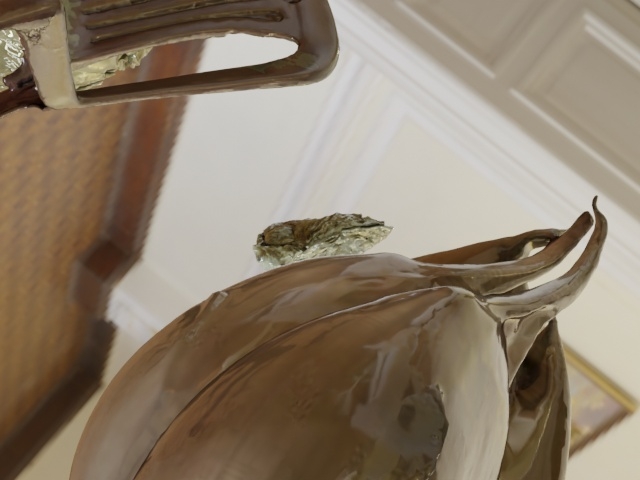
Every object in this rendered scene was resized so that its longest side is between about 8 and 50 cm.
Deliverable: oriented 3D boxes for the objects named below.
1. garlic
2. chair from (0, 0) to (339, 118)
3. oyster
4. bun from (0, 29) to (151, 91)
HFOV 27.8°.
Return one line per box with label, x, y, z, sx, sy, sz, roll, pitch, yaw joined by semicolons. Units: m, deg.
garlic;0.018;0.112;0.512;0.210;0.237;0.292;28;-73;58
chair;-0.149;-0.155;0.721;0.326;0.176;0.183;-18;159;-11
oyster;0.000;0.000;1.474;0.177;0.064;0.125;-9;174;-15
bun;-0.192;-0.210;1.074;0.259;0.152;0.259;-39;-161;16
